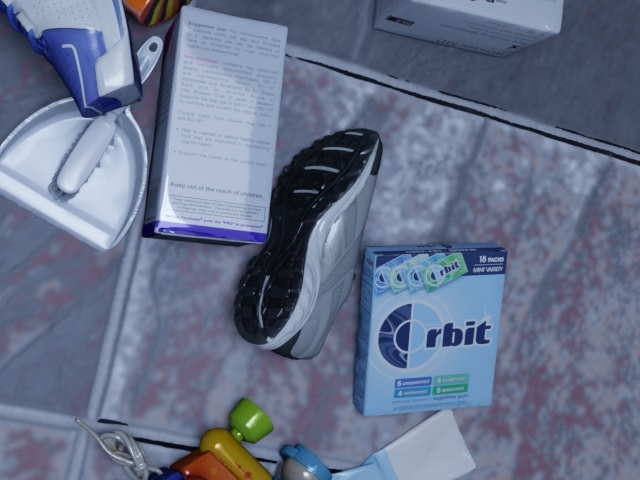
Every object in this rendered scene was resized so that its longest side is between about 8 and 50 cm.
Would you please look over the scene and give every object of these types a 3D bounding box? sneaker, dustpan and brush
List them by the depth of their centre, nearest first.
[{"bbox_3d":[-0.282,-0.246,0.779,0.182,0.127,0.315,-20,88,-7],"label":"sneaker"},{"bbox_3d":[-0.219,-0.111,0.881,0.147,0.060,0.211,32,79,-14],"label":"dustpan and brush"},{"bbox_3d":[0.000,0.000,0.942,0.108,0.100,0.271,41,67,-46],"label":"sneaker"}]

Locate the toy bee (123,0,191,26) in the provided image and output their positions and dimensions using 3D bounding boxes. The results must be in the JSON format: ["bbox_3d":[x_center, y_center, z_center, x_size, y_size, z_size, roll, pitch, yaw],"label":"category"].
[{"bbox_3d":[-0.086,-0.339,0.897,0.298,0.162,0.195,-29,89,13],"label":"toy bee"}]

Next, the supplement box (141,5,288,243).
[{"bbox_3d":[-0.109,-0.108,0.890,0.114,0.111,0.220,6,87,-18],"label":"supplement box"}]

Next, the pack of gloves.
[{"bbox_3d":[0.093,0.325,0.975,0.232,0.046,0.195,-25,96,-17],"label":"pack of gloves"}]

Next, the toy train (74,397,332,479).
[{"bbox_3d":[-0.108,0.215,0.890,0.248,0.105,0.143,48,65,-11],"label":"toy train"}]

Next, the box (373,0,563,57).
[{"bbox_3d":[0.169,-0.319,0.983,0.181,0.119,0.181,7,86,-18],"label":"box"}]

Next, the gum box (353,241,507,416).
[{"bbox_3d":[0.120,0.097,0.969,0.157,0.041,0.184,-2,105,-18],"label":"gum box"}]
